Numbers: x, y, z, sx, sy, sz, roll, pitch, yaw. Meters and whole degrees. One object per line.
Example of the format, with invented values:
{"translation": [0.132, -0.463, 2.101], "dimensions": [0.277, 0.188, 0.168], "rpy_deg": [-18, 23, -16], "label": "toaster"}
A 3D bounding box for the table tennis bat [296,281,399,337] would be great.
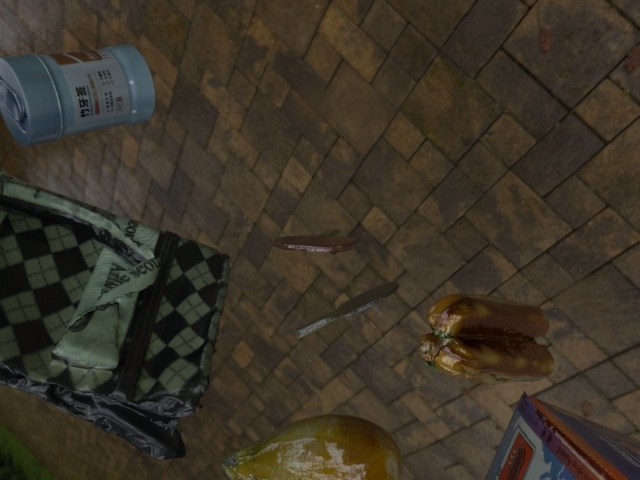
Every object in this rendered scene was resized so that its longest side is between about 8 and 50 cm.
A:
{"translation": [0.058, 0.143, 1.238], "dimensions": [0.131, 0.234, 0.022], "rpy_deg": [-132, 17, -85], "label": "table tennis bat"}

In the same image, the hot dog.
{"translation": [0.253, 0.152, 0.908], "dimensions": [0.100, 0.337, 0.135], "rpy_deg": [-14, 73, 43], "label": "hot dog"}

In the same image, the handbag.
{"translation": [-0.304, 0.060, 0.614], "dimensions": [0.416, 0.316, 0.180], "rpy_deg": [20, 109, -18], "label": "handbag"}

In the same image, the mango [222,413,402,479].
{"translation": [-0.016, 0.370, 0.961], "dimensions": [0.316, 0.146, 0.193], "rpy_deg": [-16, 137, 26], "label": "mango"}

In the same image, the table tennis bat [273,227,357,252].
{"translation": [0.000, 0.000, 0.655], "dimensions": [0.087, 0.156, 0.013], "rpy_deg": [1, 97, 10], "label": "table tennis bat"}

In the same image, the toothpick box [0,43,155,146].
{"translation": [-0.293, -0.177, 0.709], "dimensions": [0.101, 0.153, 0.101], "rpy_deg": [25, 126, 39], "label": "toothpick box"}

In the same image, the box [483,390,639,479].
{"translation": [0.322, 0.419, 0.698], "dimensions": [0.257, 0.318, 0.348], "rpy_deg": [23, 95, 0], "label": "box"}
